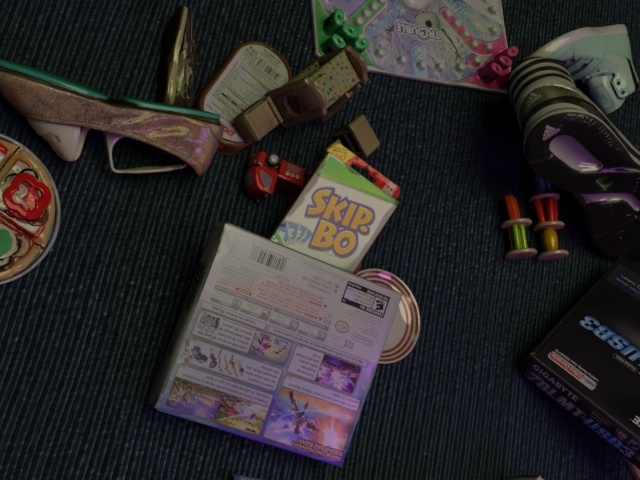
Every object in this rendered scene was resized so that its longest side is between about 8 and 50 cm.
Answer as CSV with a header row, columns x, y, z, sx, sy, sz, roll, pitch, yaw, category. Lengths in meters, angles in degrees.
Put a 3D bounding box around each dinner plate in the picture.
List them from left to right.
x,y,z,sx,sy,sz,roll,pitch,yaw,category
0.083,0.111,1.371,0.141,0.017,0.141,9,71,-28,dinner plate

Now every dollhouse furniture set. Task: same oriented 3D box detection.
x,y,z,sx,sy,sz,roll,pitch,yaw,category
0.003,-0.158,1.333,0.182,0.101,0.161,-44,112,-36,dollhouse furniture set

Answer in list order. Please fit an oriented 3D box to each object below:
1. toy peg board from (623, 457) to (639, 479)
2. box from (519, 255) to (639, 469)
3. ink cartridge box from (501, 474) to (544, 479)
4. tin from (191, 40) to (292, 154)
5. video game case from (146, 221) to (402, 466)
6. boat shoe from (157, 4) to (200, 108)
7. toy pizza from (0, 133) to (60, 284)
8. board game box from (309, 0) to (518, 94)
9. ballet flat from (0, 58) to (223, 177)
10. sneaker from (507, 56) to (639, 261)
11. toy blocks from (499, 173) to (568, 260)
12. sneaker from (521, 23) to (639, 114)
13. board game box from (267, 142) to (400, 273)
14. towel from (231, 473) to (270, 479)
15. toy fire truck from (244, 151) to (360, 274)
x,y,z,sx,sy,sz,roll,pitch,yaw,category
0.561,0.293,1.551,0.161,0.079,0.160,-28,89,-33,toy peg board
0.516,0.201,1.485,0.295,0.073,0.293,39,54,21,box
0.325,0.468,1.354,0.218,0.092,0.158,44,58,-9,ink cartridge box
-0.111,-0.208,1.349,0.106,0.040,0.189,36,60,-11,tin
-0.055,0.136,1.217,0.269,0.061,0.244,23,83,-22,video game case
-0.193,-0.251,1.307,0.049,0.056,0.152,15,77,-31,boat shoe
-0.411,-0.044,1.127,0.201,0.032,0.201,9,70,-27,toy pizza
0.157,-0.455,1.570,0.390,0.050,0.390,4,73,-29,board game box
-0.277,-0.144,1.197,0.316,0.107,0.106,12,98,-22,ballet flat
0.465,-0.159,1.584,0.447,0.169,0.257,37,32,-38,sneaker
0.345,-0.045,1.547,0.123,0.054,0.148,3,73,-29,toy blocks
0.480,-0.297,1.680,0.256,0.094,0.151,-16,86,-31,sneaker
0.000,0.000,1.291,0.124,0.039,0.259,35,79,-11,board game box
0.001,0.427,1.216,0.285,0.034,0.209,18,66,-24,towel
-0.027,-0.033,1.335,0.192,0.047,0.135,21,67,-22,toy fire truck
